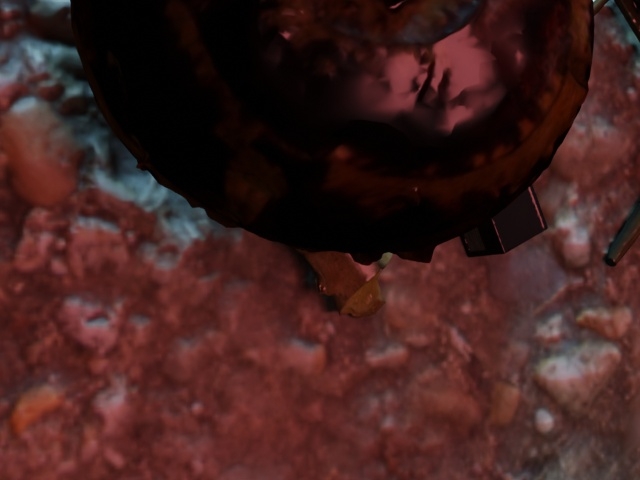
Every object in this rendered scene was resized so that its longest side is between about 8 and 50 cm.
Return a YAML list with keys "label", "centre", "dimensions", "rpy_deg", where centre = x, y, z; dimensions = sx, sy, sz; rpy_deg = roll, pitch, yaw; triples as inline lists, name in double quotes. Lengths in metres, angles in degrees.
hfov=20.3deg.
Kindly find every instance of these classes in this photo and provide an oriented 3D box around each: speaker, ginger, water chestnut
- label: "speaker"
  centre: [0.089, -0.085, 1.163]
  dimensions: [0.046, 0.040, 0.191]
  rpy_deg: [-27, 101, -32]
- label: "ginger"
  centre: [0.002, -0.004, 1.093]
  dimensions: [0.057, 0.044, 0.137]
  rpy_deg: [-47, 111, -8]
- label: "water chestnut"
  centre: [0.004, -0.128, 0.994]
  dimensions: [0.300, 0.300, 0.300]
  rpy_deg: [4, 83, -35]

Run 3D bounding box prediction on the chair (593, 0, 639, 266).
- label: "chair"
  centre: [0.283, -0.131, 1.223]
  dimensions: [0.272, 0.188, 0.166]
  rpy_deg: [-46, 112, -26]
